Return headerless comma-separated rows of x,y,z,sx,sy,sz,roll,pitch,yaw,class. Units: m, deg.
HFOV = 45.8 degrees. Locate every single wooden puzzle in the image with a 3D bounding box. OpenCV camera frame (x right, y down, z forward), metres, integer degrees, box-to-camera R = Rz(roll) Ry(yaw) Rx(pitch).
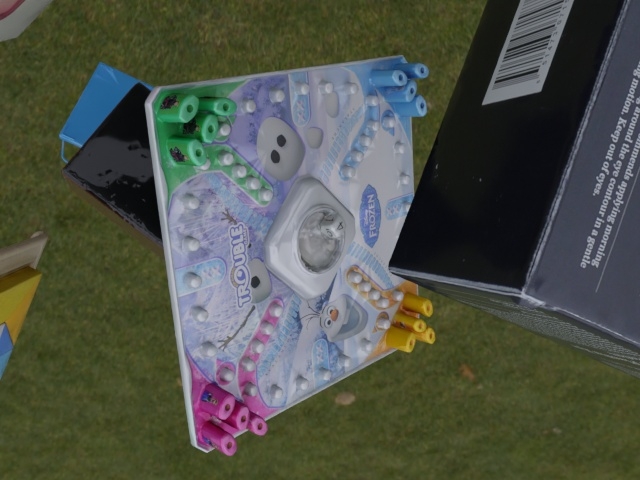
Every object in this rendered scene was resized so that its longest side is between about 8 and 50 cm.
-0.380,0.110,0.835,0.044,0.239,0.221,25,102,-3,wooden puzzle

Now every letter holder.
-0.180,-0.038,1.045,0.301,0.152,0.214,38,165,-8,letter holder

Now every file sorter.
-0.387,-0.211,1.383,0.118,0.170,0.104,24,153,-11,file sorter

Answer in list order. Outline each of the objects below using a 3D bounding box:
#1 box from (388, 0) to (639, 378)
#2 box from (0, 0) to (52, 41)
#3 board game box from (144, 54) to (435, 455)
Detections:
0.269,-0.072,0.551,0.312,0.179,0.343,24,84,-19,box
-0.339,-0.333,0.799,0.232,0.127,0.149,-34,101,25,box
0.000,0.000,0.875,0.389,0.050,0.390,-19,112,-42,board game box
